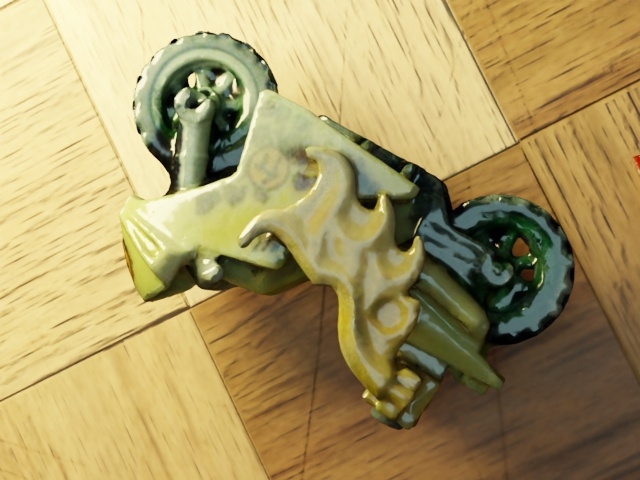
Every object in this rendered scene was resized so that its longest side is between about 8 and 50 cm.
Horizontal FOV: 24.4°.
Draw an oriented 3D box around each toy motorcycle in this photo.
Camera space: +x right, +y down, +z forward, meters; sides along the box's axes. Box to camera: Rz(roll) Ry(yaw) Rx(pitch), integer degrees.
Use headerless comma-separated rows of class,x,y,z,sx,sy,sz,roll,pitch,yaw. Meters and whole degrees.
toy motorcycle,0.000,0.000,1.250,0.410,0.169,0.237,29,95,10

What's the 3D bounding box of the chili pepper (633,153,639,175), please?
chili pepper,0.316,0.004,1.249,0.088,0.065,0.169,-6,91,11
